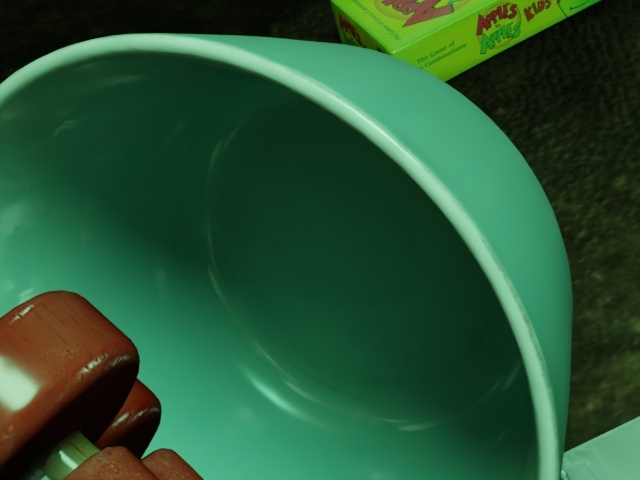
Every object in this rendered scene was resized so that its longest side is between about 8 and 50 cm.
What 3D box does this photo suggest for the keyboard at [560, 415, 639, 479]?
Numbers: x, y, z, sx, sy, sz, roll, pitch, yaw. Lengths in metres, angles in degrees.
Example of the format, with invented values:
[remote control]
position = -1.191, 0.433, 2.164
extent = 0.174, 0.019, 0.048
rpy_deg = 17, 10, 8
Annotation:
[keyboard]
position = 0.187, 0.166, 0.684
extent = 0.072, 0.014, 0.256
rpy_deg = -20, 40, -10

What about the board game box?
[board game box]
position = 0.108, -0.169, 1.066
extent = 0.181, 0.043, 0.092
rpy_deg = -28, 41, -12

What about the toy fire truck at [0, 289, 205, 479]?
[toy fire truck]
position = -0.108, 0.174, 0.556
extent = 0.169, 0.302, 0.254
rpy_deg = 40, 78, 8

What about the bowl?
[bowl]
position = -0.011, 0.033, 0.722
extent = 0.311, 0.311, 0.163
rpy_deg = 8, 27, 28
